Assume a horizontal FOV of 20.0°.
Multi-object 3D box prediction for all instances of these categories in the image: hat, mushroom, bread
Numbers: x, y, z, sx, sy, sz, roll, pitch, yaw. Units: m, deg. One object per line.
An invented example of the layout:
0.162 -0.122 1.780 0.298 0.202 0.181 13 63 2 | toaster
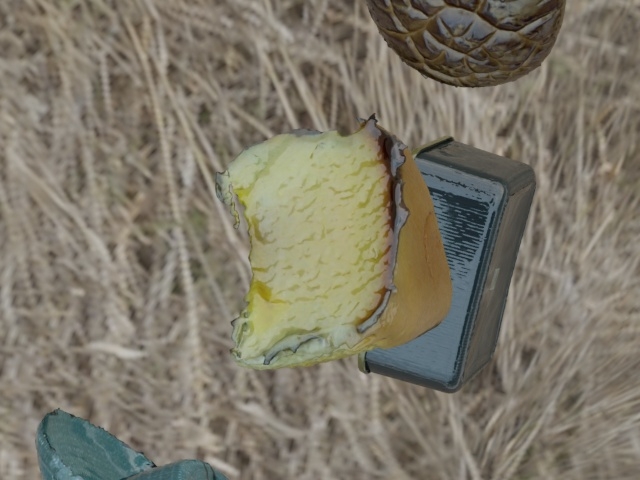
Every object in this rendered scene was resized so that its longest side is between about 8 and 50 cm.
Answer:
-0.051 0.146 0.774 0.078 0.138 0.191 -26 76 9 | hat
0.079 -0.132 0.969 0.109 0.126 0.085 -6 52 -1 | mushroom
0.000 0.000 1.210 0.140 0.169 0.160 -14 88 16 | bread

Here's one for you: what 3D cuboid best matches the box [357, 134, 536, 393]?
0.111 0.022 1.543 0.090 0.144 0.201 16 104 16 | box
